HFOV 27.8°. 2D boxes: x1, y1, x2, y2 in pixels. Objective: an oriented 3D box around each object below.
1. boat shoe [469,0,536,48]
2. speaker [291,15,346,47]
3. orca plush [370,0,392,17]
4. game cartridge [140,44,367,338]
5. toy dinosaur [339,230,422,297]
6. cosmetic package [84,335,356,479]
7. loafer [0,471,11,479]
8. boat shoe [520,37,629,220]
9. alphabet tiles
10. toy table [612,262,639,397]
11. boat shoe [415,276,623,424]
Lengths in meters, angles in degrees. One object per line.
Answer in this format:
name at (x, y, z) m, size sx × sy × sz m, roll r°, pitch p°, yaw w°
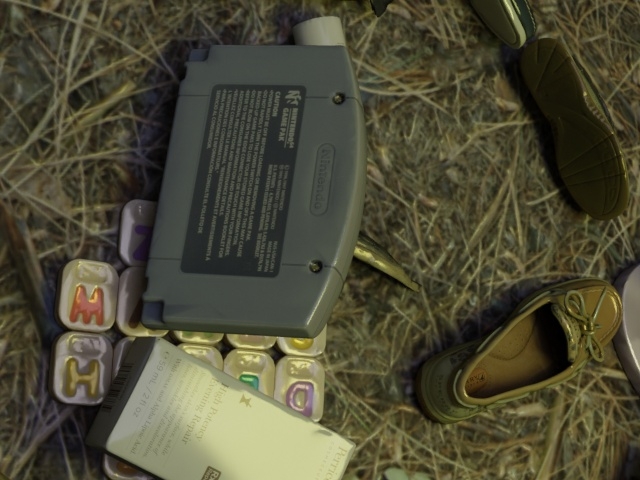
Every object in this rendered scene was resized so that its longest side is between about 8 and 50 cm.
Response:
boat shoe at (0.187, -0.342, 1.476) m, size 0.079 × 0.095 × 0.254 m, roll -28°, pitch 84°, yaw -16°
speaker at (0.009, -0.168, 1.376) m, size 0.055 × 0.055 × 0.136 m, roll -10°, pitch 85°, yaw -27°
orca plush at (-0.042, -0.334, 1.360) m, size 0.287 × 0.151 × 0.102 m, roll 3°, pitch 48°, yaw -22°
game cartridge at (-0.056, -0.051, 1.253) m, size 0.198 × 0.062 × 0.297 m, roll 4°, pitch 70°, yaw 10°
toy dinosaur at (0.000, 0.000, 1.329) m, size 0.268 × 0.064 × 0.118 m, roll 41°, pitch 47°, yaw -16°
cosmetic package at (-0.093, 0.192, 1.223) m, size 0.231 × 0.085 × 0.117 m, roll 30°, pitch 75°, yaw -19°
loafer at (-0.296, 0.225, 1.155) m, size 0.148 × 0.056 × 0.050 m, roll 19°, pitch 79°, yaw -22°
boat shoe at (0.305, -0.134, 1.499) m, size 0.073 × 0.080 × 0.223 m, roll -30°, pitch 95°, yaw -59°
alphabet tiles at (-0.124, 0.103, 1.280) m, size 0.284 × 0.021 × 0.278 m, roll 9°, pitch 77°, yaw -24°
toy table at (0.474, 0.135, 1.484) m, size 0.274 × 0.161 × 0.252 m, roll 40°, pitch 66°, yaw -15°
boat shoe at (0.238, 0.120, 1.411) m, size 0.285 × 0.089 × 0.104 m, roll -28°, pitch 93°, yaw -27°
